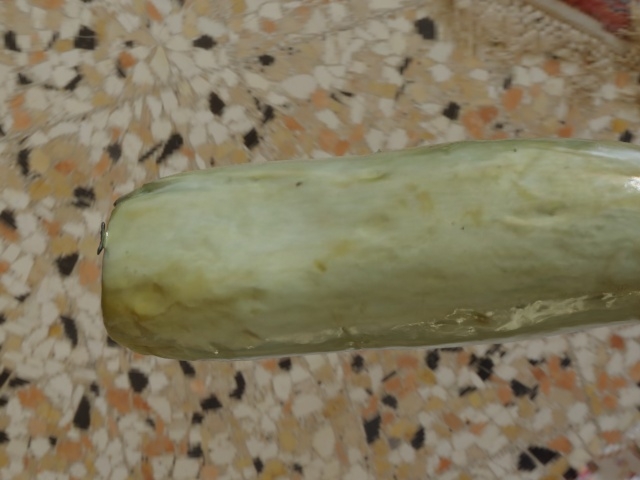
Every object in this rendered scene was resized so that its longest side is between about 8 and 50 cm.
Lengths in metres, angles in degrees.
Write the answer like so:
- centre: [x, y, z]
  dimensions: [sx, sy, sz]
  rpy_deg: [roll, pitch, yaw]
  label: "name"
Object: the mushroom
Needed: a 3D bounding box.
- centre: [0.045, 0.004, 0.622]
  dimensions: [0.312, 0.081, 0.100]
  rpy_deg: [-3, 62, 17]
  label: "mushroom"
